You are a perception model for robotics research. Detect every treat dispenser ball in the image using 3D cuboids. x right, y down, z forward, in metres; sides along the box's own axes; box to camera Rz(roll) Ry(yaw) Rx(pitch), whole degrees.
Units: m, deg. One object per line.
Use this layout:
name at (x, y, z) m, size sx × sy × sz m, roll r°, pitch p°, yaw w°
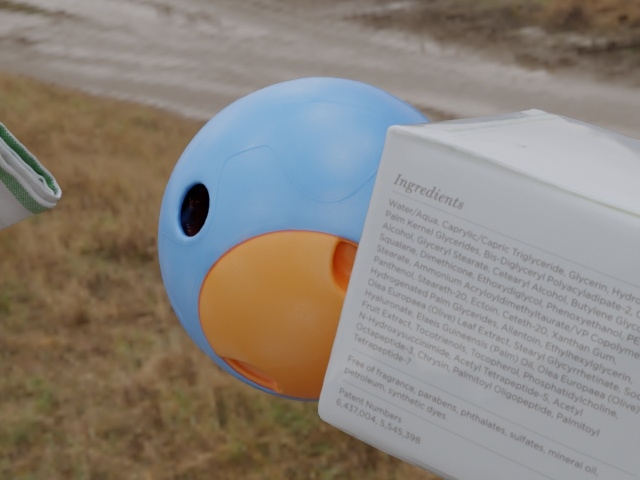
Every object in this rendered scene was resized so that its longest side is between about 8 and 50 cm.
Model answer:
treat dispenser ball at (0.000, 0.000, 1.391) m, size 0.288 × 0.288 × 0.288 m, roll -9°, pitch 15°, yaw 2°

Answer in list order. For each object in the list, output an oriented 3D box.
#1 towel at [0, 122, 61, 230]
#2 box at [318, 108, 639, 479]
towel at (-0.213, -0.017, 0.731) m, size 0.152 × 0.113 × 0.023 m, roll -27°, pitch 46°, yaw 10°
box at (0.072, 0.020, 0.431) m, size 0.102 × 0.087 × 0.101 m, roll 23°, pitch 18°, yaw 27°
